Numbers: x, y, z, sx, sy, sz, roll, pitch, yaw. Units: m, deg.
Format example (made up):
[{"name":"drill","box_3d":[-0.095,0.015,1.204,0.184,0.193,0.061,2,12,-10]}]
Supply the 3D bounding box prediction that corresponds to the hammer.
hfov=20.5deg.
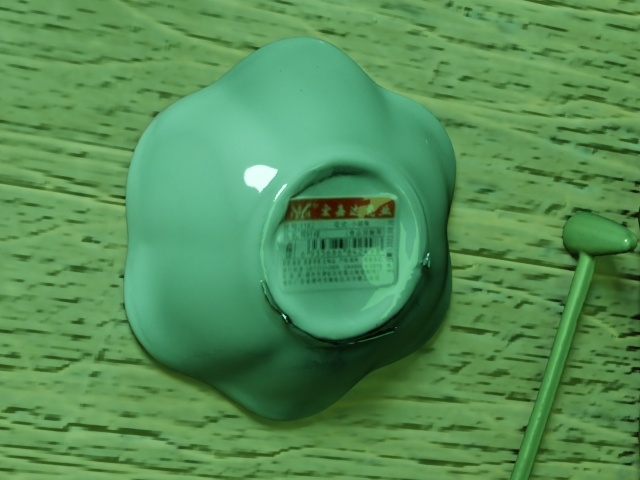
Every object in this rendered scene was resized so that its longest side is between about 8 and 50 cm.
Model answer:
[{"name":"hammer","box_3d":[0.156,0.080,1.120,0.028,0.060,0.195,13,96,-26]}]

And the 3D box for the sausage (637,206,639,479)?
[{"name":"sausage","box_3d":[0.242,0.098,1.151,0.078,0.078,0.304,-10,103,-24]}]

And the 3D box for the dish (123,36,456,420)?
[{"name":"dish","box_3d":[0.000,0.000,1.018,0.229,0.081,0.229,-3,98,-24]}]
